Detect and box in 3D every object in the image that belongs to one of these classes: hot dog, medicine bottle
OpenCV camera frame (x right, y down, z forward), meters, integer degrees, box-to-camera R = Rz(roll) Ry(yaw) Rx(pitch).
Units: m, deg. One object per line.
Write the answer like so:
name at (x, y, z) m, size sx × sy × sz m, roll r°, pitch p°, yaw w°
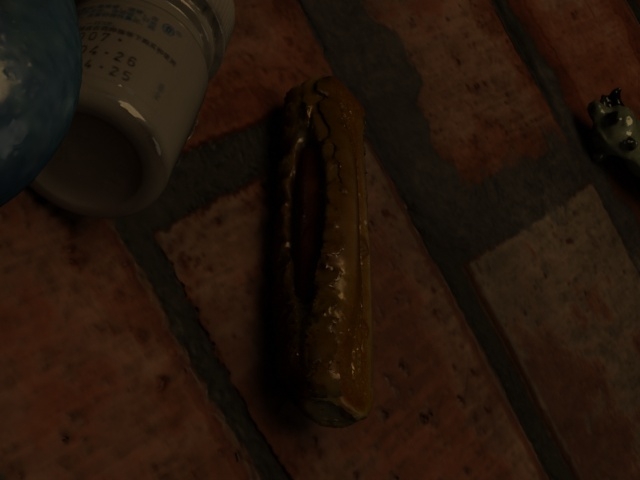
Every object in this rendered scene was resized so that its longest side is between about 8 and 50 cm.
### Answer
hot dog at (0.000, 0.001, 1.008) m, size 0.083 × 0.068 × 0.289 m, roll 60°, pitch 22°, yaw -47°
medicine bottle at (-0.121, -0.101, 0.887) m, size 0.105 × 0.105 × 0.168 m, roll 44°, pitch 39°, yaw -24°

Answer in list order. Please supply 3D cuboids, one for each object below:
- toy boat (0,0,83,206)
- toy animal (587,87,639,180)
toy boat at (-0.236, -0.145, 0.640) m, size 0.215 × 0.123 × 0.330 m, roll -22°, pitch 62°, yaw -39°
toy animal at (0.365, -0.097, 1.527) m, size 0.225 × 0.094 × 0.121 m, roll 31°, pitch 54°, yaw -39°
